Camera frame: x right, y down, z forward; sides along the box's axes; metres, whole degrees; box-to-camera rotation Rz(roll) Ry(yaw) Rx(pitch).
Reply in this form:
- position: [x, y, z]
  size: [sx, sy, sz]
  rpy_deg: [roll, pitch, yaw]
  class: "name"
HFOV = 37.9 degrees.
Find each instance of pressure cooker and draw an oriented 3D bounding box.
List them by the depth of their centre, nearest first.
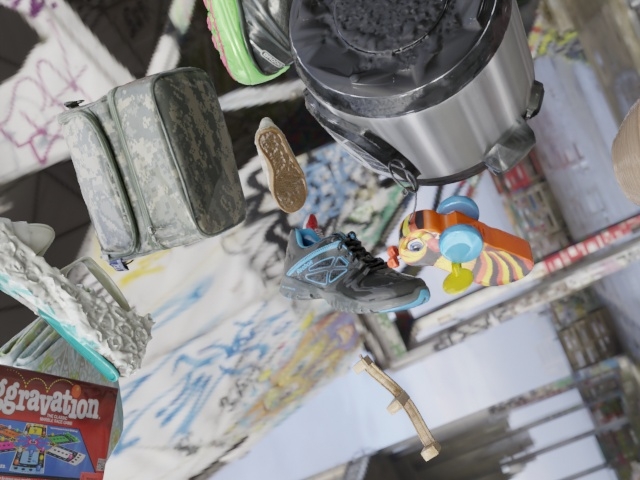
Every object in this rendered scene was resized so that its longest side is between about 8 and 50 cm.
- position: [0.178, -0.292, 1.585]
  size: [0.420, 0.375, 0.370]
  rpy_deg: [43, -135, -62]
  class: "pressure cooker"

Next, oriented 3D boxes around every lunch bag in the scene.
- position: [-0.298, -0.119, 1.599]
  size: [0.212, 0.256, 0.305]
  rpy_deg: [-35, -70, -62]
  class: "lunch bag"

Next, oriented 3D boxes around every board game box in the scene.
- position: [-0.377, 0.244, 1.217]
  size: [0.281, 0.027, 0.145]
  rpy_deg: [28, -116, -56]
  class: "board game box"

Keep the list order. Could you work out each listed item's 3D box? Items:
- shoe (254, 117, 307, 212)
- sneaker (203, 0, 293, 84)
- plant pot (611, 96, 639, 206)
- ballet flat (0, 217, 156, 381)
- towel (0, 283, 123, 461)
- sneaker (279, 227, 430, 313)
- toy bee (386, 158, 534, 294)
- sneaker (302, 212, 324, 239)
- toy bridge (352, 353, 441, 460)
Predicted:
- position: [-0.079, -0.151, 1.875]
  size: [0.058, 0.076, 0.219]
  rpy_deg: [-113, 4, -51]
  class: "shoe"
- position: [-0.126, -0.527, 1.670]
  size: [0.185, 0.202, 0.483]
  rpy_deg: [-125, 22, -56]
  class: "sneaker"
- position: [0.509, -0.121, 1.383]
  size: [0.237, 0.110, 0.237]
  rpy_deg: [16, -114, -41]
  class: "plant pot"
- position: [-0.432, 0.059, 1.474]
  size: [0.409, 0.147, 0.147]
  rpy_deg: [42, -164, -16]
  class: "ballet flat"
- position: [-0.480, 0.308, 1.743]
  size: [0.320, 0.090, 0.374]
  rpy_deg: [-58, -33, -65]
  class: "towel"
- position: [0.052, 0.054, 1.707]
  size: [0.125, 0.341, 0.140]
  rpy_deg: [-2, -83, -48]
  class: "sneaker"
- position: [0.193, -0.005, 1.535]
  size: [0.298, 0.162, 0.195]
  rpy_deg: [42, -145, -3]
  class: "toy bee"
- position: [0.000, 0.000, 1.906]
  size: [0.042, 0.067, 0.118]
  rpy_deg: [10, -104, -53]
  class: "sneaker"
- position: [0.120, 0.250, 1.440]
  size: [0.188, 0.026, 0.063]
  rpy_deg: [51, -162, 5]
  class: "toy bridge"
